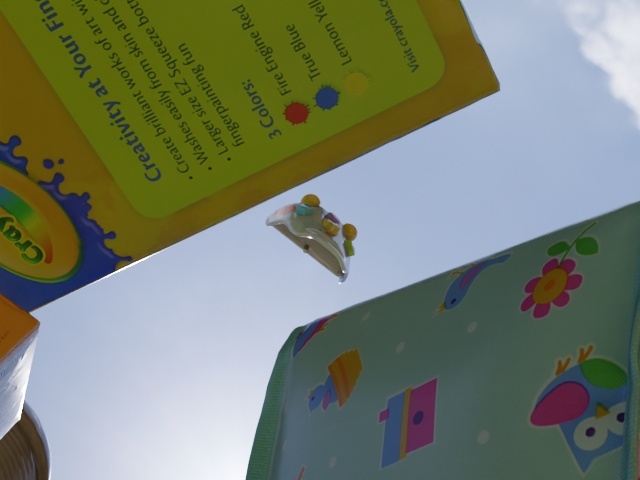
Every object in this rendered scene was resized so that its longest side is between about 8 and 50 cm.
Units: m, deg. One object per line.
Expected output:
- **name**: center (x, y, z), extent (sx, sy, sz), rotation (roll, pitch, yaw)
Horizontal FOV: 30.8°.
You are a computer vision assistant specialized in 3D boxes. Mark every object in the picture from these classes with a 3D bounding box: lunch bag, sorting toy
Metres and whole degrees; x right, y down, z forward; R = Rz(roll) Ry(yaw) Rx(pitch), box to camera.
- **lunch bag**: center (0.066, 0.143, 0.420), extent (0.160, 0.223, 0.262), rotation (32, -122, -26)
- **sorting toy**: center (0.000, 0.000, 0.945), extent (0.083, 0.045, 0.075), rotation (38, -171, -10)

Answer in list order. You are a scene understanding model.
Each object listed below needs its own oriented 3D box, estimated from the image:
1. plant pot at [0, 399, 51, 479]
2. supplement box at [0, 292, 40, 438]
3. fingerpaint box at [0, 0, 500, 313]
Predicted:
- **plant pot**: center (-0.420, 0.266, 1.270), extent (0.237, 0.237, 0.110), rotation (20, -169, -11)
- **supplement box**: center (-0.152, 0.047, 0.470), extent (0.062, 0.098, 0.036), rotation (37, -126, 4)
- **fingerpaint box**: center (-0.152, -0.224, 0.718), extent (0.444, 0.371, 0.163), rotation (59, -168, -26)
